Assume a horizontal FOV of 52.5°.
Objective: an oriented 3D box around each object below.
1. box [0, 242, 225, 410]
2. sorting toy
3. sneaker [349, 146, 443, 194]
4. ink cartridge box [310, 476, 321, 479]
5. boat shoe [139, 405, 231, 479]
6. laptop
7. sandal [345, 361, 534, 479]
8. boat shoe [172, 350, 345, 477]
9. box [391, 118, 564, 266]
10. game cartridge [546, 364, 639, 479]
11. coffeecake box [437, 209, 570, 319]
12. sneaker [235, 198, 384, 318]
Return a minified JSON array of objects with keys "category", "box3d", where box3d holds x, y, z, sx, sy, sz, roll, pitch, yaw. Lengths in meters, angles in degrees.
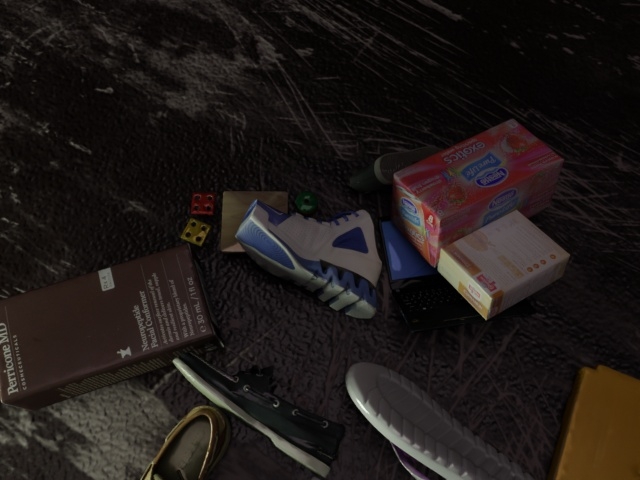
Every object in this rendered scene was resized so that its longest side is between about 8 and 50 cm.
[{"category":"box","box3d":[-0.392,0.159,1.204,0.381,0.143,0.191,-18,71,-6]},{"category":"sorting toy","box3d":[-0.142,-0.032,1.327,0.275,0.046,0.132,0,70,-2]},{"category":"sneaker","box3d":[0.175,-0.145,1.365,0.222,0.118,0.083,-2,84,-32]},{"category":"ink cartridge box","box3d":[0.025,0.569,1.064,0.239,0.060,0.275,22,52,21]},{"category":"boat shoe","box3d":[-0.265,0.431,1.114,0.123,0.120,0.324,22,70,7]},{"category":"laptop","box3d":[0.254,0.045,1.257,0.234,0.264,0.136,-9,112,-4]},{"category":"sandal","box3d":[0.200,0.378,1.149,0.416,0.169,0.102,36,113,11]},{"category":"boat shoe","box3d":[-0.104,0.284,1.170,0.340,0.127,0.113,33,71,9]},{"category":"box","box3d":[0.303,-0.096,1.274,0.300,0.142,0.154,-25,53,-17]},{"category":"game cartridge","box3d":[0.571,0.419,1.179,0.285,0.052,0.323,23,68,7]},{"category":"coffeecake box","box3d":[0.336,0.041,1.200,0.185,0.068,0.142,-25,51,-19]},{"category":"sneaker","box3d":[0.001,0.001,1.266,0.315,0.127,0.182,34,59,-15]}]
